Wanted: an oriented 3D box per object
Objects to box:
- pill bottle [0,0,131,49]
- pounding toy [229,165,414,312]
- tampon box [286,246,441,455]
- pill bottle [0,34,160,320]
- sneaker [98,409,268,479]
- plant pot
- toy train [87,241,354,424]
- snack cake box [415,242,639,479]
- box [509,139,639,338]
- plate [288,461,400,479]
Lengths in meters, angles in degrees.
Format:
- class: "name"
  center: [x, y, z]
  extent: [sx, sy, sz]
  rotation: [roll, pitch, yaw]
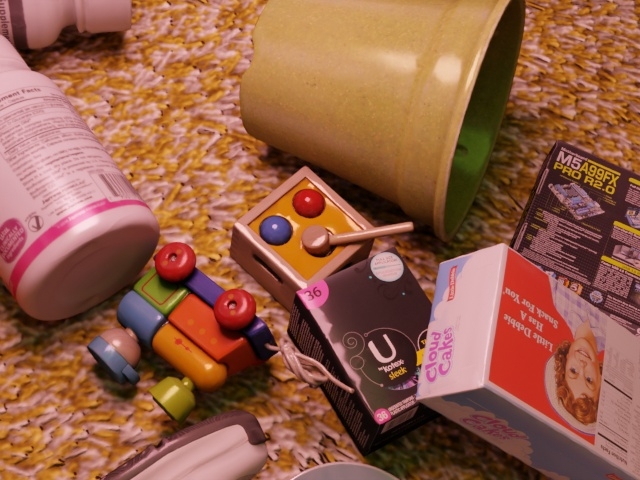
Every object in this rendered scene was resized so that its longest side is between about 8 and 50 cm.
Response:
- class: "pill bottle"
  center: [-0.397, -0.312, 1.292]
  extent: [0.360, 0.204, 0.204]
  rotation: [-5, 63, -11]
- class: "pounding toy"
  center: [0.000, 0.000, 1.240]
  extent: [0.141, 0.100, 0.130]
  rotation: [42, 64, 15]
- class: "tampon box"
  center: [0.059, 0.112, 1.187]
  extent: [0.120, 0.101, 0.161]
  rotation: [-25, 68, -20]
- class: "pill bottle"
  center: [-0.305, -0.072, 1.199]
  extent: [0.160, 0.160, 0.283]
  rotation: [-31, 70, -22]
- class: "sneaker"
  center: [-0.181, 0.360, 1.012]
  extent: [0.447, 0.169, 0.257]
  rotation: [-35, 85, -22]
- class: "plant pot"
  center: [0.060, -0.166, 1.271]
  extent: [0.253, 0.276, 0.276]
  rotation: [17, 60, 15]
- class: "toy train"
  center: [-0.105, 0.124, 1.139]
  extent: [0.248, 0.105, 0.143]
  rotation: [36, 74, 27]
- class: "snack cake box"
  center: [0.223, 0.135, 1.136]
  extent: [0.264, 0.089, 0.152]
  rotation: [33, 57, -29]
- class: "box"
  center: [0.346, 0.033, 1.299]
  extent: [0.270, 0.060, 0.216]
  rotation: [24, 60, 4]
- class: "plate"
  center: [0.026, 0.307, 1.122]
  extent: [0.188, 0.024, 0.188]
  rotation: [3, 61, -6]
